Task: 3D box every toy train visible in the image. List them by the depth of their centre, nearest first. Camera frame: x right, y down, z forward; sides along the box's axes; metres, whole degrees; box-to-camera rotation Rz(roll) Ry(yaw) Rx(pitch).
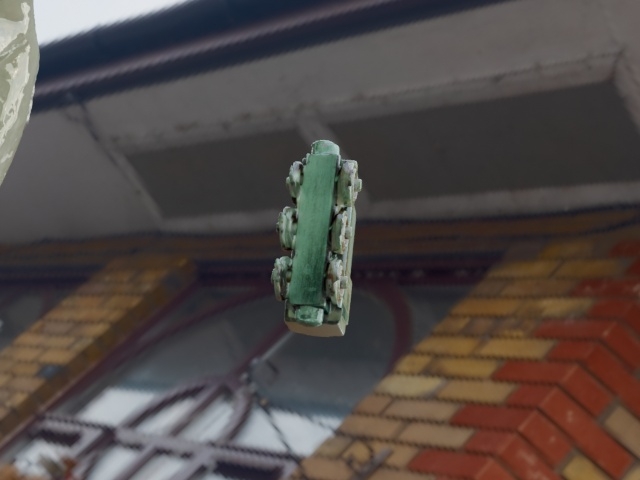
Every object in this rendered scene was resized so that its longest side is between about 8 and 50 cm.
[{"bbox_3d":[0.000,0.000,1.437,0.080,0.194,0.125,4,-17,8],"label":"toy train"}]

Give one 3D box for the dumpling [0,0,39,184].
[{"bbox_3d":[-0.368,-0.086,1.106,0.233,0.395,0.315,31,-15,30],"label":"dumpling"}]
